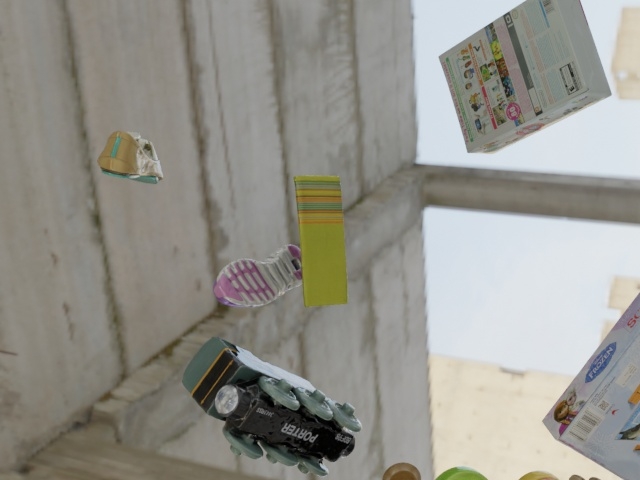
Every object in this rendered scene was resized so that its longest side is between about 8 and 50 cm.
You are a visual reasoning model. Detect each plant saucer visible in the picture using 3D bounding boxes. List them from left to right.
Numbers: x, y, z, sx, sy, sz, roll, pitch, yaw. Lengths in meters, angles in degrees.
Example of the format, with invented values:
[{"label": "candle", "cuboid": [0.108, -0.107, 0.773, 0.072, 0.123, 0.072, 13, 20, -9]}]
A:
[{"label": "plant saucer", "cuboid": [0.172, 0.508, 2.147, 0.015, 0.083, 0.083, -107, 15, -75]}]

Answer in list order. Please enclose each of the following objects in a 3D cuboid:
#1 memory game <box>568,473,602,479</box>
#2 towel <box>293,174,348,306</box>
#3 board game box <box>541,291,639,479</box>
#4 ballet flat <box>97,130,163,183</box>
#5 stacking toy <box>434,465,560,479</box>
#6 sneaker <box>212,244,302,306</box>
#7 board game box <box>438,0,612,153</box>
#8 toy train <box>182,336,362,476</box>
[{"label": "memory game", "cuboid": [0.465, 0.454, 1.656, 0.012, 0.186, 0.186, -40, -47, -30]}, {"label": "towel", "cuboid": [0.000, 0.000, 1.837, 0.102, 0.021, 0.237, -1, -95, -38]}, {"label": "board game box", "cuboid": [0.540, 0.223, 1.473, 0.318, 0.318, 0.066, -55, 16, 9]}, {"label": "ballet flat", "cuboid": [-0.282, -0.128, 1.566, 0.232, 0.080, 0.073, -123, 45, -89]}, {"label": "stacking toy", "cuboid": [0.317, 0.547, 1.775, 0.130, 0.279, 0.309, -179, 106, -72]}, {"label": "sneaker", "cuboid": [-0.121, 0.083, 1.899, 0.236, 0.104, 0.095, -18, -103, -53]}, {"label": "board game box", "cuboid": [0.398, -0.330, 2.027, 0.097, 0.303, 0.224, -3, -106, -43]}, {"label": "toy train", "cuboid": [-0.073, 0.271, 1.668, 0.142, 0.190, 0.334, -54, -41, 5]}]
